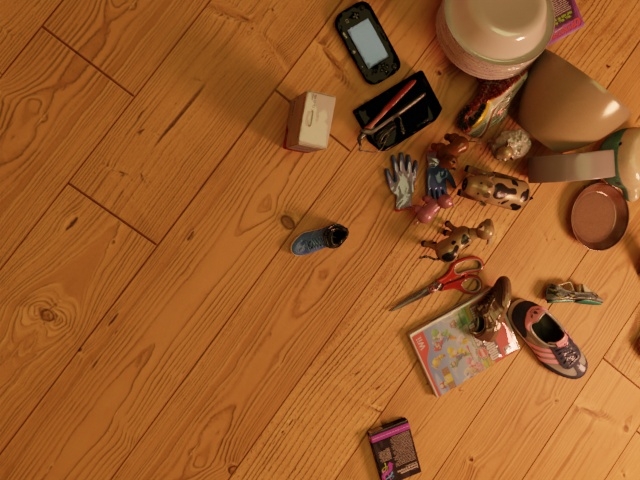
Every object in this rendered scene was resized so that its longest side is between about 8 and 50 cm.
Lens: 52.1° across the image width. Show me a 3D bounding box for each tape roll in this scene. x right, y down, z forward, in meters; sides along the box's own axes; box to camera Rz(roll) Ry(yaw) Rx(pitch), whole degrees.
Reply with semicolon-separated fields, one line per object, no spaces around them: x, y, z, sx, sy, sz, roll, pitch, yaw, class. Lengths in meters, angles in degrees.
0.669;-0.198;1.753;0.219;0.219;0.072;-6;95;-15;tape roll

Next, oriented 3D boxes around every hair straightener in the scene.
0.183;-0.299;1.655;0.230;0.047;0.089;-46;105;-7;hair straightener

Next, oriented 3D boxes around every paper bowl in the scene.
0.441;-0.557;1.626;0.285;0.148;0.284;1;80;-6;paper bowl

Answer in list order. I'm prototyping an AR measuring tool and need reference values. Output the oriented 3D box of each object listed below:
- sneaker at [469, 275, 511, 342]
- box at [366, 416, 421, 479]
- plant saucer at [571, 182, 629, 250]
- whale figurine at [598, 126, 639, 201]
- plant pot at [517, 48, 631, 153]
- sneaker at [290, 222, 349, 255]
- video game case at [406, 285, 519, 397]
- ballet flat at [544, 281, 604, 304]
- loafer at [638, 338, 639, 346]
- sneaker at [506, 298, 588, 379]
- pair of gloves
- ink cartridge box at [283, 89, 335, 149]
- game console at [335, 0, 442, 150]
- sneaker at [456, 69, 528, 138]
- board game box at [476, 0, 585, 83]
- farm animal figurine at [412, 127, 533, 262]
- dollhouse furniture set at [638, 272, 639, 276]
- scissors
0.463;0.183;1.781;0.071;0.066;0.188;15;90;-15;sneaker
0.202;0.578;1.787;0.116;0.029;0.162;-17;98;-13;box
0.802;-0.069;1.896;0.199;0.036;0.198;-1;95;-15;plant saucer
0.891;-0.207;1.876;0.272;0.141;0.216;31;72;-39;whale figurine
0.636;-0.342;1.725;0.284;0.284;0.191;32;109;-16;plant pot
0.000;-0.001;1.652;0.152;0.084;0.058;-20;100;-13;sneaker
0.400;0.280;1.819;0.285;0.025;0.204;-27;101;-12;video game case
0.733;0.151;1.884;0.189;0.070;0.070;5;93;-19;ballet flat
1.051;0.248;1.959;0.092;0.102;0.268;34;86;-22;loafer
0.660;0.294;1.837;0.319;0.131;0.112;41;83;-15;sneaker
0.268;-0.161;1.747;0.198;0.023;0.159;-8;99;-14;pair of gloves
-0.029;-0.281;1.573;0.073;0.175;0.127;10;92;-16;ink cartridge box
0.148;-0.426;1.679;0.213;0.044;0.361;-33;102;-11;game console
0.463;-0.369;1.739;0.093;0.088;0.225;28;111;-42;sneaker
0.534;-0.597;1.772;0.347;0.056;0.208;-30;98;-11;board game box
0.413;-0.111;1.691;0.327;0.172;0.330;-10;111;-23;farm animal figurine
1.056;0.097;1.903;0.144;0.123;0.151;-30;66;-12;dollhouse furniture set
0.315;0.116;1.787;0.297;0.021;0.108;-11;100;-14;scissors
